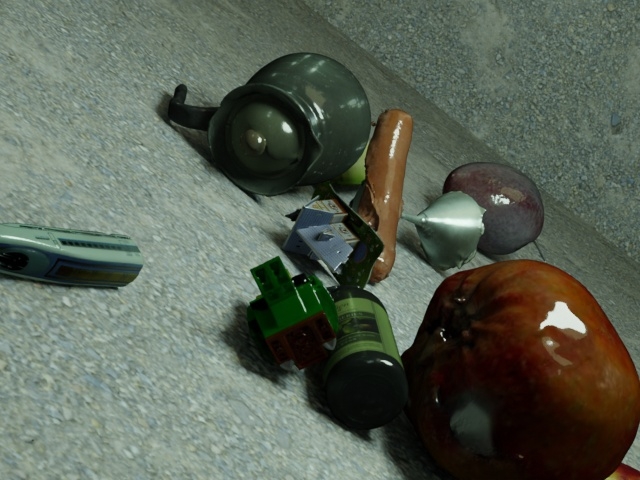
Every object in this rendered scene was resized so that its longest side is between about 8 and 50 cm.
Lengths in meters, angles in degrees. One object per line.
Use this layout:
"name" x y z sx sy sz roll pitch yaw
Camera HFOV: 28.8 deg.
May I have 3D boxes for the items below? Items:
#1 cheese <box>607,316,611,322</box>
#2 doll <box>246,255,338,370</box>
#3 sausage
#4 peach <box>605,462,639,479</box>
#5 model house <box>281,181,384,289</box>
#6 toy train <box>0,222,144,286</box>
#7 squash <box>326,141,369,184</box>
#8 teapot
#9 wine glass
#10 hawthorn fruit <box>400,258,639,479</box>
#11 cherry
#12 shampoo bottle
"cheese" 0.478 0.146 2.384 0.159 0.093 0.263 40 1 13
"doll" -0.038 0.085 1.516 0.134 0.106 0.186 62 -1 -1
"sausage" 0.102 -0.073 2.069 0.079 0.087 0.327 14 63 -9
"peach" 0.490 0.412 1.854 0.279 0.068 0.189 34 20 -17
"model house" 0.000 0.000 1.859 0.088 0.117 0.167 -7 47 -45
"toy train" -0.282 0.018 1.294 0.048 0.055 0.252 56 23 21
"squash" 0.024 -0.188 2.341 0.288 0.111 0.203 -20 92 -66
"teapot" -0.088 -0.205 2.007 0.305 0.223 0.285 43 24 4
"wine glass" 0.168 -0.039 2.227 0.232 0.156 0.156 15 28 -46
"hawthorn fruit" 0.255 0.191 1.590 0.308 0.308 0.325 -110 173 -60
"cherry" 0.372 -0.072 2.649 0.266 0.184 0.213 35 9 -23
"shampoo bottle" 0.045 0.128 1.601 0.101 0.101 0.284 33 18 -18
